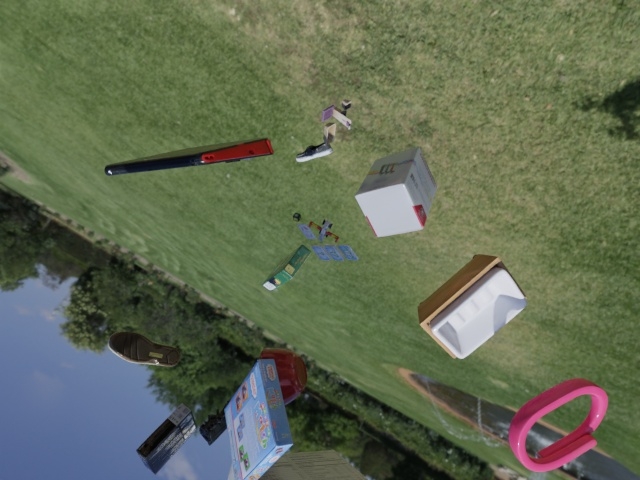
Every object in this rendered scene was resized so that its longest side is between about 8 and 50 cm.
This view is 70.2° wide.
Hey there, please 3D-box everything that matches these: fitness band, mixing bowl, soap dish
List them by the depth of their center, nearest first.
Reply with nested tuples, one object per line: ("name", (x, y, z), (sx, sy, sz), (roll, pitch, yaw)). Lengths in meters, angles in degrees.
("fitness band", (0.624, 0.479, 1.190), (0.209, 0.291, 0.054), (68, 171, -18))
("mixing bowl", (-0.101, 0.398, 1.350), (0.098, 0.181, 0.181), (-17, 146, 15))
("soap dish", (0.446, 0.194, 1.355), (0.229, 0.291, 0.118), (43, -172, -34))

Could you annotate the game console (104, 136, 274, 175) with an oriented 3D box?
("game console", (-0.363, -0.235, 1.316), (0.387, 0.342, 0.060), (-1, 108, 29))

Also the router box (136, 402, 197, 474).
("router box", (-0.462, 0.604, 1.387), (0.046, 0.179, 0.133), (27, 138, 23))

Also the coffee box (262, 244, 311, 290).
("coffee box", (-0.106, 0.088, 1.402), (0.040, 0.113, 0.184), (42, 147, -8))

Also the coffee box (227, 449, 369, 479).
("coffee box", (-0.042, 0.754, 1.101), (0.338, 0.337, 0.334), (15, 179, -36))

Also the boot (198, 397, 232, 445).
("boot", (-0.229, 0.439, 1.073), (0.045, 0.099, 0.121), (21, 135, 31))

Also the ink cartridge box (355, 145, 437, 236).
("ink cartridge box", (0.187, -0.118, 1.093), (0.127, 0.176, 0.128), (-11, 122, 35))

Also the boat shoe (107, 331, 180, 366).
("boat shoe", (-0.450, 0.276, 1.141), (0.072, 0.068, 0.190), (-5, 149, 43))

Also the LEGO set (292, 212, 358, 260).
("LEGO set", (0.000, 0.000, 1.588), (0.182, 0.060, 0.244), (-1, 137, 44))

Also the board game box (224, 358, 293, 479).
("board game box", (-0.125, 0.348, 0.862), (0.039, 0.160, 0.211), (6, 136, -29))

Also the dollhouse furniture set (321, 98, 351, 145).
("dollhouse furniture set", (0.061, -0.303, 1.231), (0.081, 0.091, 0.114), (42, 150, 23))

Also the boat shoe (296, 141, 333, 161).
("boat shoe", (-0.024, -0.296, 1.506), (0.142, 0.049, 0.040), (-8, 119, 32))
